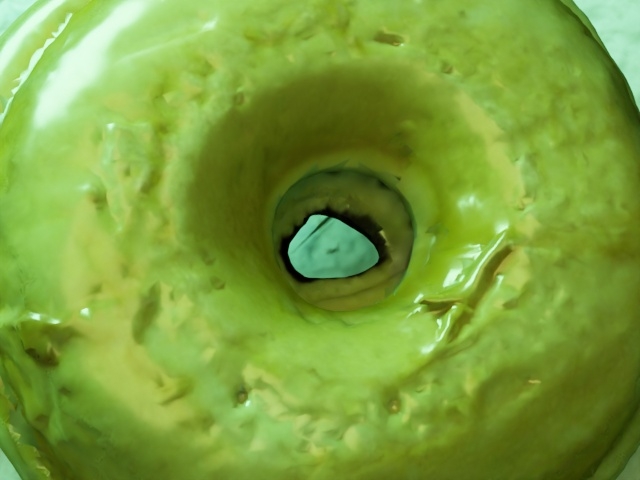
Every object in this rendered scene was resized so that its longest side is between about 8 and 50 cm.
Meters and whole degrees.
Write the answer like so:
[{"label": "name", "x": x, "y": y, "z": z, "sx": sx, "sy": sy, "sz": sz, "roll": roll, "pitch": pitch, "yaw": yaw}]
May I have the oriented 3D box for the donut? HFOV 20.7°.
[{"label": "donut", "x": 0.000, "y": 0.000, "z": 1.025, "sx": 0.449, "sy": 0.198, "sz": 0.448, "roll": 2, "pitch": 77, "yaw": -11}]
